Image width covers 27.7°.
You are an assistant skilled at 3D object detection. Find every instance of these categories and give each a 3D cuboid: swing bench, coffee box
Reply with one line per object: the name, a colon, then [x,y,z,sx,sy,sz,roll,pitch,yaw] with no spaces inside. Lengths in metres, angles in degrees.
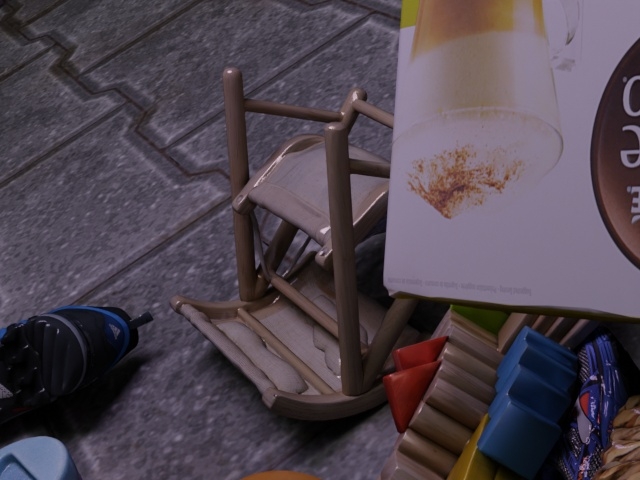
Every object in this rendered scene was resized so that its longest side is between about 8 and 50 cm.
swing bench: [0.000,0.000,1.166,0.165,0.255,0.253,6,15,-28]
coffee box: [0.276,-0.109,0.766,0.338,0.335,0.337,5,-1,-33]

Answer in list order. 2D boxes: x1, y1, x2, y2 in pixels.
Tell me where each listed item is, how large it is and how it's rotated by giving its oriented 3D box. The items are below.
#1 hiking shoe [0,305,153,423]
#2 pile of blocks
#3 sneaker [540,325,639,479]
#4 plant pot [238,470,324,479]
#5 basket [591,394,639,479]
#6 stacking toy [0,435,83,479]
hiking shoe: [-0.315,0.139,1.360,0.304,0.113,0.132,-14,1,38]
pile of blocks: [0.119,0.079,0.950,0.149,0.112,0.362,-57,5,44]
sneaker: [0.190,0.139,0.897,0.087,0.083,0.221,-27,23,21]
plant pot: [-0.036,0.246,0.823,0.205,0.205,0.188,-22,14,13]
basket: [0.257,0.193,0.599,0.299,0.214,0.223,-3,38,38]
stacking toy: [-0.346,0.285,1.087,0.308,0.130,0.280,-15,31,25]
